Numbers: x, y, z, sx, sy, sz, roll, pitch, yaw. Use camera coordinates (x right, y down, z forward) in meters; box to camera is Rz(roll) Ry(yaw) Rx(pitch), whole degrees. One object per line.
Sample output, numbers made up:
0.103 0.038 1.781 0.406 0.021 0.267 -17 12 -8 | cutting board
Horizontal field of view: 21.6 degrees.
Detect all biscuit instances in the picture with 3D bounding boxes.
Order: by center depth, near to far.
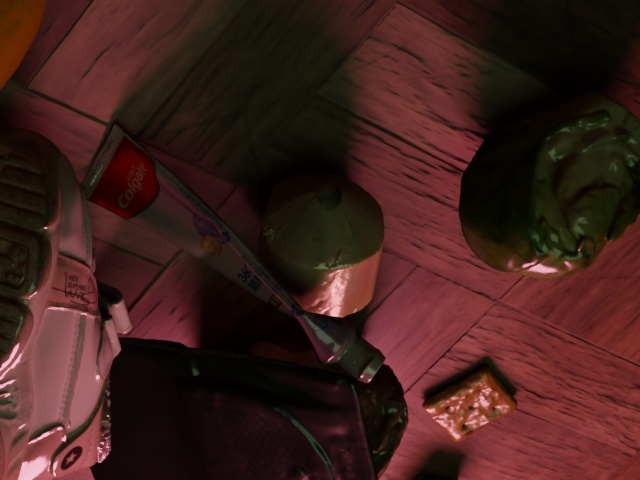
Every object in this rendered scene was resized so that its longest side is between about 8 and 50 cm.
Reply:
0.158 0.173 1.762 0.083 0.018 0.081 -31 134 10 | biscuit

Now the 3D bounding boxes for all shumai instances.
-0.033 0.176 1.608 0.175 0.166 0.206 35 95 -32 | shumai

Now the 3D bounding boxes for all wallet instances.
-0.090 0.198 1.537 0.323 0.041 0.247 7 126 29 | wallet

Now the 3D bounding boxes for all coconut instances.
0.000 0.000 1.473 0.116 0.116 0.122 -7 135 -13 | coconut

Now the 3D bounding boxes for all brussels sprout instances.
0.202 -0.047 1.488 0.131 0.145 0.183 42 67 -17 | brussels sprout

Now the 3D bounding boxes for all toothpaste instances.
-0.071 0.019 1.419 0.301 0.048 0.075 37 146 1 | toothpaste

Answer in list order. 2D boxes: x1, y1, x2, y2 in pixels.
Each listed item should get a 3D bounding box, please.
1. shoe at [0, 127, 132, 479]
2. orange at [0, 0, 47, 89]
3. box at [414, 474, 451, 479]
-0.259 0.068 1.429 0.198 0.172 0.351 -12 125 -55 | shoe
-0.311 -0.191 1.085 0.279 0.279 0.235 14 98 -29 | orange
0.119 0.306 1.848 0.074 0.054 0.099 17 124 -29 | box
